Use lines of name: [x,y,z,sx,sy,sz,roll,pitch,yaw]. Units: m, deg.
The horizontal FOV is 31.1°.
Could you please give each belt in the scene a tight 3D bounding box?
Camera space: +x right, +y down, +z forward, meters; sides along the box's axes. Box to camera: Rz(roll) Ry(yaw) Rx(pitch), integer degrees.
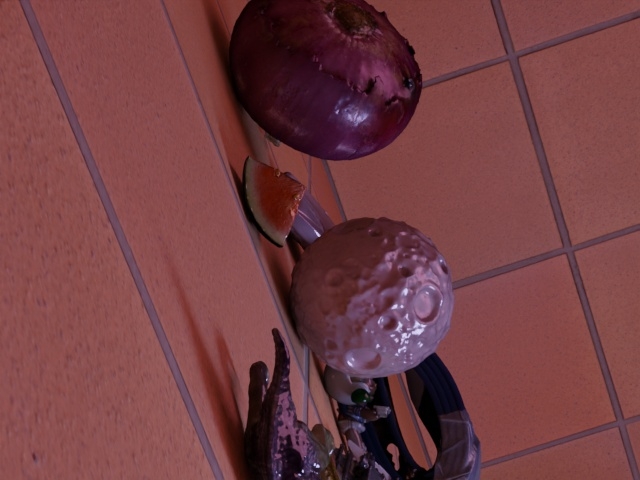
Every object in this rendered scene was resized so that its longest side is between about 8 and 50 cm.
belt: [0.152,0.318,2.009,0.117,0.212,0.347,66,3,-61]

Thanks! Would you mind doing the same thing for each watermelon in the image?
watermelon: [-0.067,-0.067,1.677,0.125,0.094,0.135,-83,151,-60]

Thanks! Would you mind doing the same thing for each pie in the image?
pie: [0.013,0.324,1.556,0.084,0.020,0.084,-19,90,-84]

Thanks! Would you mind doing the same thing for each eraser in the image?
eraser: [-0.001,0.001,2.126,0.243,0.059,0.204,52,10,-18]

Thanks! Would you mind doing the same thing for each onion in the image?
onion: [-0.002,-0.281,2.047,0.358,0.358,0.345,-93,-154,-72]

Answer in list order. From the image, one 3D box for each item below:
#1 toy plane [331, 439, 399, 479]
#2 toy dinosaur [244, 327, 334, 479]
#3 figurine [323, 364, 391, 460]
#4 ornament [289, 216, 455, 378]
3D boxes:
toy plane: [0.067,0.363,1.675,0.160,0.082,0.234,44,9,-8]
toy dinosaur: [-0.025,0.234,1.136,0.162,0.077,0.294,10,62,-84]
figurine: [0.062,0.260,1.898,0.147,0.093,0.197,-114,-172,-88]
ornament: [0.077,0.080,1.771,0.259,0.259,0.225,-92,167,-72]
